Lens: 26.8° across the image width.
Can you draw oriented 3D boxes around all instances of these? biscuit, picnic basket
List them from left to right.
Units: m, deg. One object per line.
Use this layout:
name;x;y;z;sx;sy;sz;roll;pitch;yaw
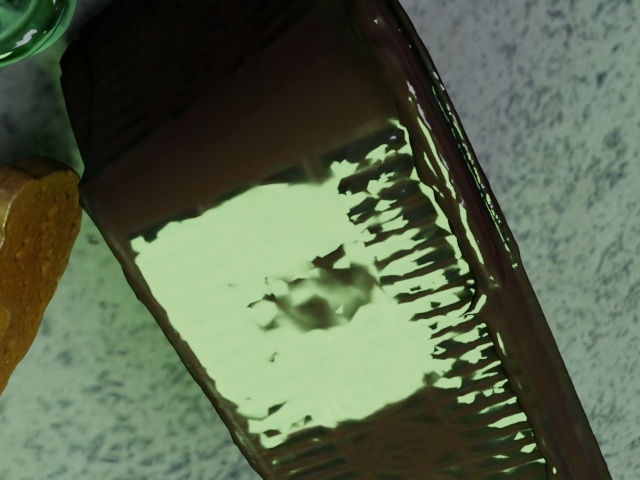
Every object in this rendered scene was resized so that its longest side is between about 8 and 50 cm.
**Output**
biscuit;-0.136;0.026;0.545;0.130;0.019;0.102;-65;169;-2
picnic basket;0.000;0.000;0.567;0.129;0.222;0.297;-27;126;2

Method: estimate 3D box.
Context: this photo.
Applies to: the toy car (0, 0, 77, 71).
toy car;-0.182;-0.028;0.449;0.125;0.136;0.306;32;94;-12
